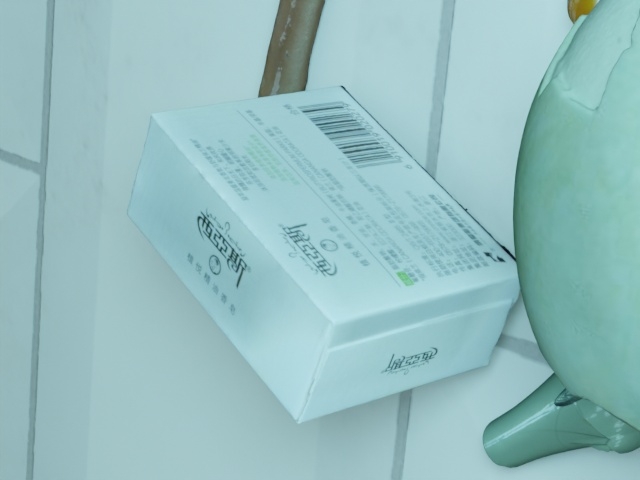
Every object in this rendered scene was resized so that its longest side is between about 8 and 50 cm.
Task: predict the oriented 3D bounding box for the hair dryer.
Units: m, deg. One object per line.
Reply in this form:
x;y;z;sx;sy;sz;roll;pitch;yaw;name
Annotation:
0.177;0.081;1.301;0.219;0.088;0.225;-59;46;38;hair dryer

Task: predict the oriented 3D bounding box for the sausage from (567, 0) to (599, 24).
0.236;-0.288;1.171;0.053;0.053;0.347;34;121;34;sausage

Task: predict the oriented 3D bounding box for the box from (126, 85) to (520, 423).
0.000;0.000;1.337;0.260;0.194;0.111;50;136;33;box

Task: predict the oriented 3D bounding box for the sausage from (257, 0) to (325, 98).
-0.020;-0.176;1.449;0.043;0.043;0.186;33;119;35;sausage

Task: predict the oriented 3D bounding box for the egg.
0.258;-0.043;1.043;0.278;0.278;0.336;22;108;39;egg
